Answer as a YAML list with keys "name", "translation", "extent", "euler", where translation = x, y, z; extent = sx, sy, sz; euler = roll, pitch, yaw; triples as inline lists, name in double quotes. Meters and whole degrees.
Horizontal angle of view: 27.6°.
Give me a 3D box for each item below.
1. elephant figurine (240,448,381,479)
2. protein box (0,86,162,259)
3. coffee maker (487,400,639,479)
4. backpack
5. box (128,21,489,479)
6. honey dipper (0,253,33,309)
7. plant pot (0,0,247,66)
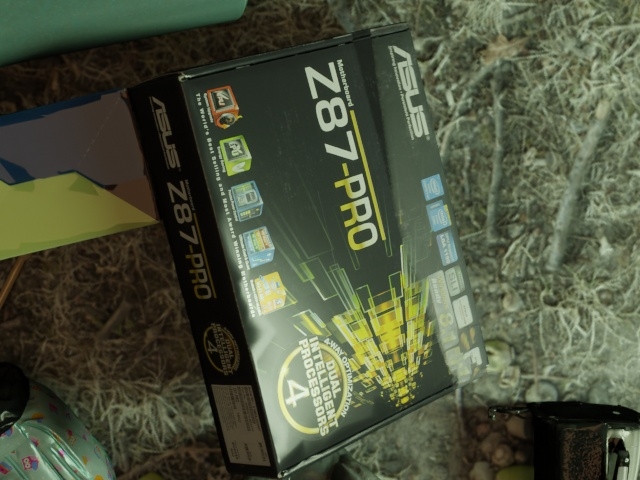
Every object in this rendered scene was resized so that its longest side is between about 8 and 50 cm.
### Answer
- name: "elephant figurine"
  translation: [-0.020, 0.340, 1.416]
  extent: [0.169, 0.186, 0.239]
  euler: [20, 126, 28]
- name: "protein box"
  translation: [-0.268, -0.070, 1.324]
  extent: [0.200, 0.201, 0.136]
  euler: [-13, 97, -2]
- name: "coffee maker"
  translation: [0.272, 0.274, 1.447]
  extent: [0.171, 0.120, 0.178]
  euler: [5, 95, 20]
- name: "backpack"
  translation: [-0.305, 0.227, 1.386]
  extent: [0.115, 0.152, 0.182]
  euler: [-32, 113, 9]
- name: "box"
  translation: [0.000, 0.000, 1.318]
  extent: [0.318, 0.097, 0.395]
  euler: [-19, 99, -43]
- name: "honey dipper"
  translation: [-0.356, 0.075, 1.423]
  extent: [0.030, 0.030, 0.160]
  euler: [26, 92, -6]
- name: "plant pot"
  translation: [-0.251, -0.320, 1.252]
  extent: [0.334, 0.341, 0.341]
  euler: [-7, 97, -10]
